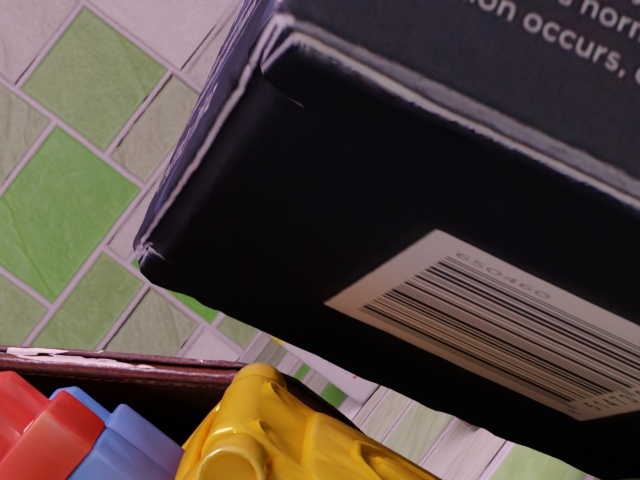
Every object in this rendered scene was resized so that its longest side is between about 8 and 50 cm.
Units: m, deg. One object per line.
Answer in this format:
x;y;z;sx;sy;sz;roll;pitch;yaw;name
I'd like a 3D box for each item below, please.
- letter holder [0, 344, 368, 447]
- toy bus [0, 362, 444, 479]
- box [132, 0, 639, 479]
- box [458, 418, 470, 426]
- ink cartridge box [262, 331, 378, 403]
-0.075;0.159;0.731;0.302;0.214;0.152;57;-143;-65;letter holder
-0.048;0.144;0.522;0.220;0.211;0.149;-54;5;9;toy bus
0.124;-0.148;0.539;0.395;0.212;0.293;-67;7;-15;box
0.113;-0.030;0.856;0.128;0.123;0.257;-54;4;-39;box
0.000;0.000;1.324;0.154;0.212;0.093;-50;7;22;ink cartridge box
